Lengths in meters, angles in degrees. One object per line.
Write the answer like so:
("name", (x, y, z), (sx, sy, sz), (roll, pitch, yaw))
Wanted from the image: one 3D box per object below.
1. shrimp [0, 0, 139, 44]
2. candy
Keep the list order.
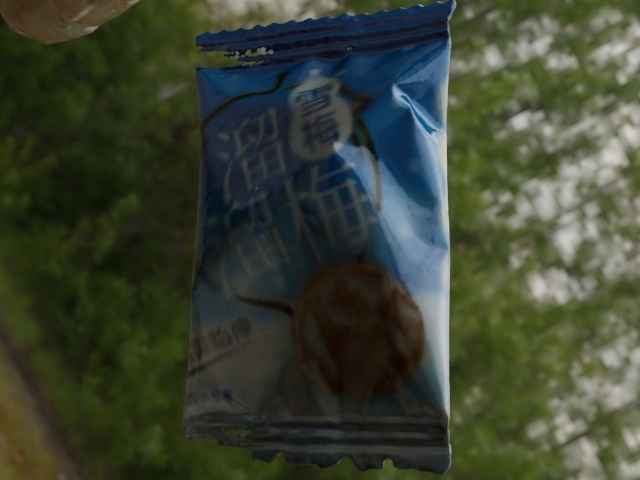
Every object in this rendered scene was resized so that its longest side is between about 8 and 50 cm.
("shrimp", (-0.058, -0.158, 0.715), (0.047, 0.223, 0.126), (21, 52, -38))
("candy", (-0.001, 0.000, 0.556), (0.038, 0.088, 0.136), (21, 69, -63))
